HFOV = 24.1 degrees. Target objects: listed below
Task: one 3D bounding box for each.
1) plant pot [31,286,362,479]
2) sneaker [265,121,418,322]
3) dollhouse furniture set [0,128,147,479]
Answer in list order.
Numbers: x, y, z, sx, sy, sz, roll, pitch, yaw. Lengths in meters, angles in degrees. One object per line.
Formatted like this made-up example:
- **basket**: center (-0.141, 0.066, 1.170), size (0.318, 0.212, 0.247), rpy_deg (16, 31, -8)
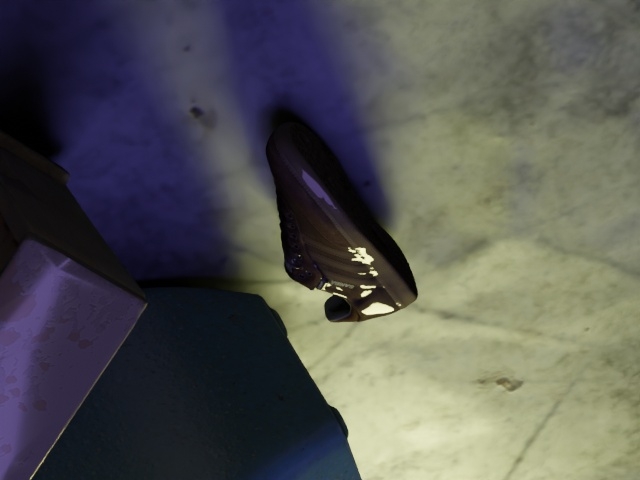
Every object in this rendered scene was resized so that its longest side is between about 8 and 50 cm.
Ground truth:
- **plant pot**: center (-0.106, 0.177, 1.035), size (0.252, 0.247, 0.248), rpy_deg (-27, 136, -9)
- **sneaker**: center (0.000, 0.000, 0.999), size (0.071, 0.066, 0.188), rpy_deg (-27, 134, 13)
- **dollhouse furniture set**: center (-0.313, -0.039, 0.749), size (0.394, 0.256, 0.362), rpy_deg (33, 93, -25)
